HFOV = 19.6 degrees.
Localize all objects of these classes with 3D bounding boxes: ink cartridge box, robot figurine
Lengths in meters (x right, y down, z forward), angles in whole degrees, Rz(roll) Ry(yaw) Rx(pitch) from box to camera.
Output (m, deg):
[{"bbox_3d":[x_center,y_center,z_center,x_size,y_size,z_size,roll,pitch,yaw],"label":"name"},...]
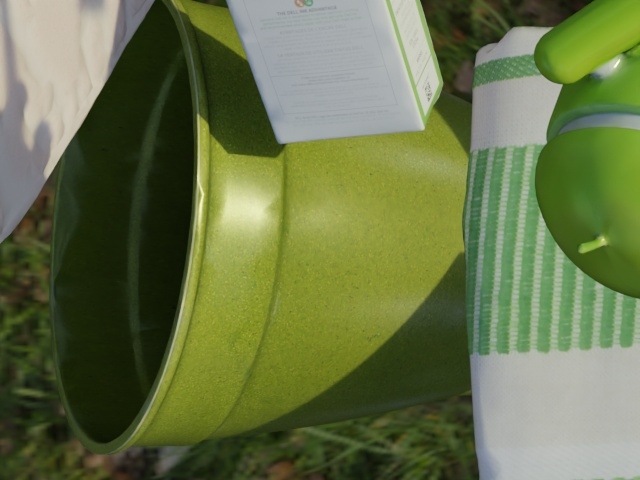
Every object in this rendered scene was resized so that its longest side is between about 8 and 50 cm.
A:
[{"bbox_3d":[-0.001,-0.167,1.205,0.109,0.062,0.209,-4,127,23],"label":"ink cartridge box"},{"bbox_3d":[0.097,-0.035,0.486,0.067,0.101,0.115,0,59,47],"label":"robot figurine"}]

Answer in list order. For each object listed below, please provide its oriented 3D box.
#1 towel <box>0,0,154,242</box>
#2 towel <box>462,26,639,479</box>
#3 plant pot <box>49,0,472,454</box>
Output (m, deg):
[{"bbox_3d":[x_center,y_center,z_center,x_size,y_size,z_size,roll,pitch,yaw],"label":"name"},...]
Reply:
[{"bbox_3d":[-0.136,-0.200,0.702,0.053,0.317,0.332,0,126,17],"label":"towel"},{"bbox_3d":[0.176,0.072,0.671,0.248,0.038,0.325,-6,86,19],"label":"towel"},{"bbox_3d":[0.000,0.000,1.505,0.353,0.366,0.366,6,90,-24],"label":"plant pot"}]
